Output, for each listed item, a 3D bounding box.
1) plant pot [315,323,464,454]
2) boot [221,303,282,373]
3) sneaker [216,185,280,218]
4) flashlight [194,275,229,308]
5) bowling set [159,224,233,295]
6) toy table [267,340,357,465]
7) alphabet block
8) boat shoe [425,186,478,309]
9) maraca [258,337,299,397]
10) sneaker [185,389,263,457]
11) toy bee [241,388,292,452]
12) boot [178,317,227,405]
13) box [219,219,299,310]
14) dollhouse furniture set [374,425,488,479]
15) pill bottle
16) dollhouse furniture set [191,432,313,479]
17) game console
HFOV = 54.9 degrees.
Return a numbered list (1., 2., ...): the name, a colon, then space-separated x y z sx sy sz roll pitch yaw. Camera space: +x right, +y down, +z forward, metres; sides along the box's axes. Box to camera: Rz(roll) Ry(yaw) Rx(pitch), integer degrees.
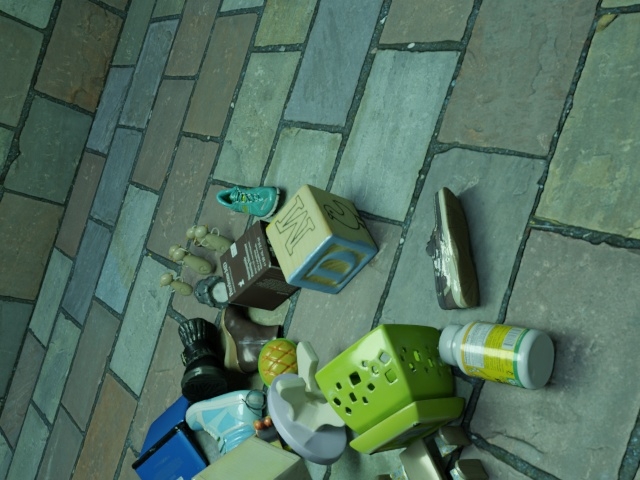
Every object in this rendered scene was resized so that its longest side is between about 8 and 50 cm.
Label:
1. plant pot: 0.162 0.328 1.339 0.227 0.228 0.207 -42 56 29
2. boot: -0.198 0.274 1.865 0.206 0.090 0.249 -17 64 30
3. sneaker: -0.235 -0.130 1.996 0.275 0.110 0.107 -1 76 46
4. flashlight: -0.344 0.167 1.954 0.103 0.103 0.304 69 158 -1
5. bowling set: -0.452 0.031 2.124 0.287 0.154 0.200 -47 40 10
6. toy table: -0.016 0.388 1.509 0.274 0.252 0.161 44 126 34
7. alphabet block: 0.000 0.000 1.643 0.193 0.192 0.197 -46 49 24
8. boat shoe: 0.284 0.019 1.398 0.092 0.102 0.286 -21 68 36
9. maraca: -0.106 0.361 1.698 0.127 0.099 0.186 -15 68 7
10. sneaker: -0.290 0.573 1.811 0.319 0.127 0.208 -29 56 39
11. toy bee: -0.143 0.530 1.607 0.195 0.162 0.298 -39 71 -19
12. boot: -0.362 0.347 1.869 0.348 0.131 0.260 113 151 -60
13. box: -0.161 0.077 1.804 0.203 0.167 0.169 -41 51 31
14. dollhouse furniture set: 0.220 0.529 1.248 0.212 0.161 0.242 -47 48 26
15. pill bottle: 0.348 0.225 1.245 0.208 0.117 0.118 3 79 47
16. dollhouse furniture set: -0.073 0.637 1.279 0.256 0.362 0.394 -11 107 61
17. game console: -0.475 0.682 2.047 0.293 0.173 0.250 -44 80 29
